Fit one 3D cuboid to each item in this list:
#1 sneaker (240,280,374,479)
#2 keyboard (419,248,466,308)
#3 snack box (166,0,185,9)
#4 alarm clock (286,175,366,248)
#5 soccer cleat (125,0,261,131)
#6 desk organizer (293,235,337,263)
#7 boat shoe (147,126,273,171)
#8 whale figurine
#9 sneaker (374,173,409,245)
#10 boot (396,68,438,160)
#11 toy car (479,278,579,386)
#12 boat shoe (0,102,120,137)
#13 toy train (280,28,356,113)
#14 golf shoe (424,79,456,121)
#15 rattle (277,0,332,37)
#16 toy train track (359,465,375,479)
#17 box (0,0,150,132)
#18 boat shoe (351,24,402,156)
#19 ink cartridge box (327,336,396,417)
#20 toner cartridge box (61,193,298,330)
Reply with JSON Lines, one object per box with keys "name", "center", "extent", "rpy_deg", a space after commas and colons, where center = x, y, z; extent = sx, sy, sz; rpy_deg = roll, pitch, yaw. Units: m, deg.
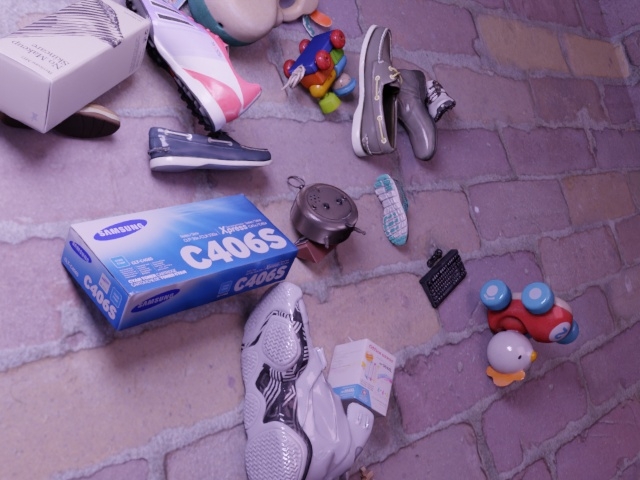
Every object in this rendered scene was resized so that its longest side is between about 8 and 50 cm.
{"name": "sneaker", "center": [-0.023, 0.263, 1.315], "extent": [0.210, 0.137, 0.366], "rpy_deg": [14, 69, -44]}
{"name": "keyboard", "center": [0.294, 0.077, 1.789], "extent": [0.180, 0.023, 0.108], "rpy_deg": [-37, 102, -47]}
{"name": "snack box", "center": [-0.283, -0.475, 1.411], "extent": [0.064, 0.022, 0.178], "rpy_deg": [46, 47, -25]}
{"name": "alarm clock", "center": [-0.003, -0.069, 1.475], "extent": [0.129, 0.064, 0.192], "rpy_deg": [-21, 55, -39]}
{"name": "soccer cleat", "center": [-0.229, -0.335, 1.291], "extent": [0.116, 0.108, 0.318], "rpy_deg": [-33, 77, -14]}
{"name": "desk organizer", "center": [0.000, 0.000, 1.500], "extent": [0.130, 0.047, 0.050], "rpy_deg": [-40, 107, -46]}
{"name": "boat shoe", "center": [-0.194, -0.165, 1.335], "extent": [0.254, 0.095, 0.079], "rpy_deg": [-5, 89, -37]}
{"name": "whale figurine", "center": [-0.162, -0.496, 1.454], "extent": [0.216, 0.141, 0.272], "rpy_deg": [43, 48, -33]}
{"name": "sneaker", "center": [0.179, -0.071, 1.701], "extent": [0.076, 0.065, 0.166], "rpy_deg": [0, 76, -50]}
{"name": "boot", "center": [0.187, -0.310, 1.806], "extent": [0.161, 0.083, 0.246], "rpy_deg": [-2, 76, -34]}
{"name": "toy car", "center": [0.489, 0.249, 1.808], "extent": [0.219, 0.210, 0.238], "rpy_deg": [41, 61, -43]}
{"name": "boat shoe", "center": [-0.403, -0.210, 1.159], "extent": [0.190, 0.068, 0.072], "rpy_deg": [5, 57, -45]}
{"name": "toy train", "center": [-0.007, -0.330, 1.592], "extent": [0.143, 0.105, 0.248], "rpy_deg": [58, 42, -31]}
{"name": "golf shoe", "center": [0.288, -0.356, 1.886], "extent": [0.094, 0.077, 0.198], "rpy_deg": [48, 13, -7]}
{"name": "rattle", "center": [-0.075, -0.543, 1.646], "extent": [0.199, 0.142, 0.130], "rpy_deg": [12, 98, -59]}
{"name": "toy train track", "center": [0.099, 0.475, 1.440], "extent": [0.048, 0.014, 0.083], "rpy_deg": [-29, 97, -47]}
{"name": "box", "center": [-0.377, -0.276, 1.128], "extent": [0.113, 0.094, 0.275], "rpy_deg": [28, 37, 1]}
{"name": "boat shoe", "center": [0.138, -0.339, 1.683], "extent": [0.109, 0.091, 0.305], "rpy_deg": [18, 76, -62]}
{"name": "ink cartridge box", "center": [0.078, 0.262, 1.445], "extent": [0.092, 0.090, 0.143], "rpy_deg": [36, 52, -31]}
{"name": "toner cartridge box", "center": [-0.213, 0.023, 1.195], "extent": [0.165, 0.075, 0.348], "rpy_deg": [42, 35, 26]}
